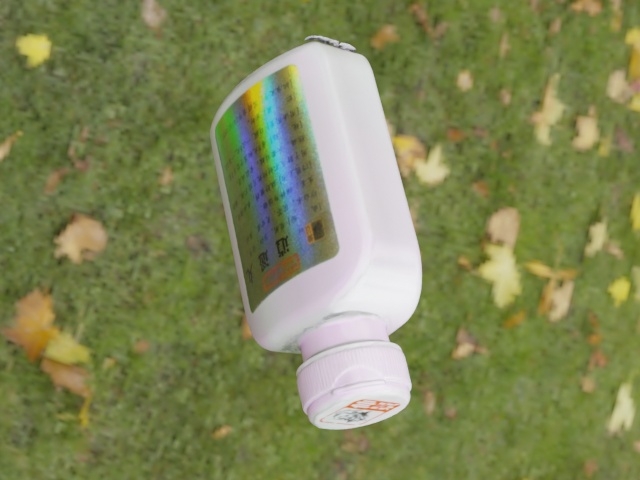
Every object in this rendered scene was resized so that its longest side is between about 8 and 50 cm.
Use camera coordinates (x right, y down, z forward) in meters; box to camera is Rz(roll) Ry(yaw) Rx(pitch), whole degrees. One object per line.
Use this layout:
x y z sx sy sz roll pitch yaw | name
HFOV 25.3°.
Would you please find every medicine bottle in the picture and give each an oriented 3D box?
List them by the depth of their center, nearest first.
0.000 0.000 0.844 0.078 0.115 0.219 10 56 -42 | medicine bottle
